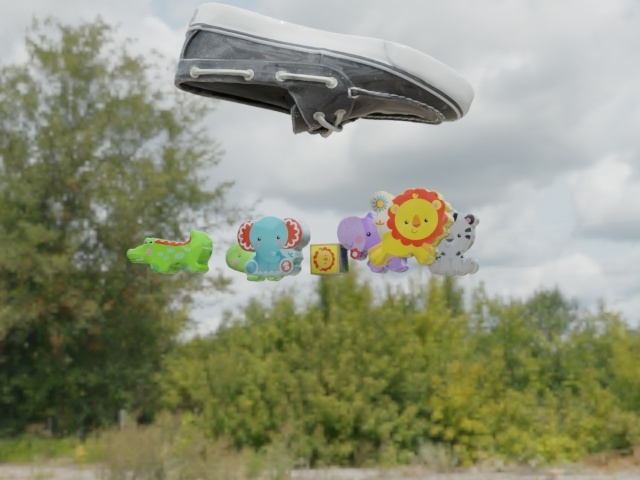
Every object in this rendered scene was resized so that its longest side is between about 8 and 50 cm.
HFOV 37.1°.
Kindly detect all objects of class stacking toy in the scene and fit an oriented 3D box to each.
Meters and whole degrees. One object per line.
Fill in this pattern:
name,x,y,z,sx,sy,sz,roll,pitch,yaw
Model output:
stacking toy,0.000,0.000,0.687,0.221,0.052,0.167,-3,-6,19

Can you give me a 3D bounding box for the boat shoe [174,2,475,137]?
boat shoe,0.000,-0.152,0.962,0.301,0.102,0.108,16,-13,4
